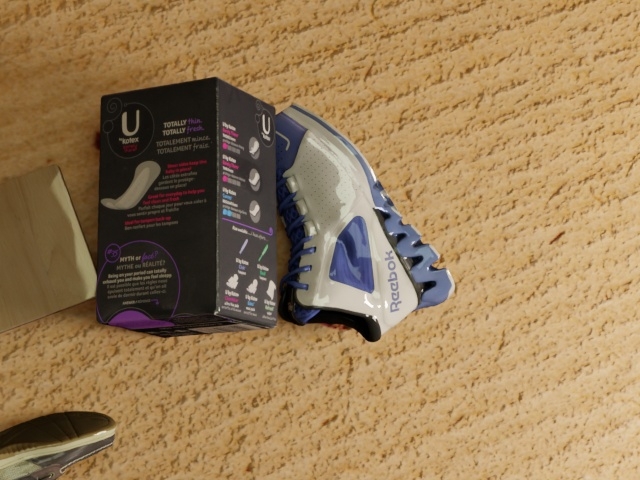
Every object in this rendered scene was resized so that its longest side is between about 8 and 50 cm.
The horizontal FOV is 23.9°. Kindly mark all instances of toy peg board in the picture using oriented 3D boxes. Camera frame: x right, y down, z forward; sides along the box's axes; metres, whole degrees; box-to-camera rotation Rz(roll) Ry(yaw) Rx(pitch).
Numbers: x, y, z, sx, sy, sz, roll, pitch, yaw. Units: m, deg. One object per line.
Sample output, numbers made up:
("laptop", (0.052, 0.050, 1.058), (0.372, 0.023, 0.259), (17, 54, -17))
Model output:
("toy peg board", (-0.348, 0.018, 1.758), (0.160, 0.079, 0.161), (-21, 84, -2))

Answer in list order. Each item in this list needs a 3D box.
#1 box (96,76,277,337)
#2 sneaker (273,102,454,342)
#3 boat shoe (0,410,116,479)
("box", (-0.151, -0.033, 1.741), (0.165, 0.143, 0.270), (-5, 78, 26))
("sneaker", (0.001, 0.001, 1.815), (0.182, 0.127, 0.315), (-42, 93, -20))
("boat shoe", (-0.335, 0.254, 1.708), (0.223, 0.080, 0.073), (-15, 112, -29))
